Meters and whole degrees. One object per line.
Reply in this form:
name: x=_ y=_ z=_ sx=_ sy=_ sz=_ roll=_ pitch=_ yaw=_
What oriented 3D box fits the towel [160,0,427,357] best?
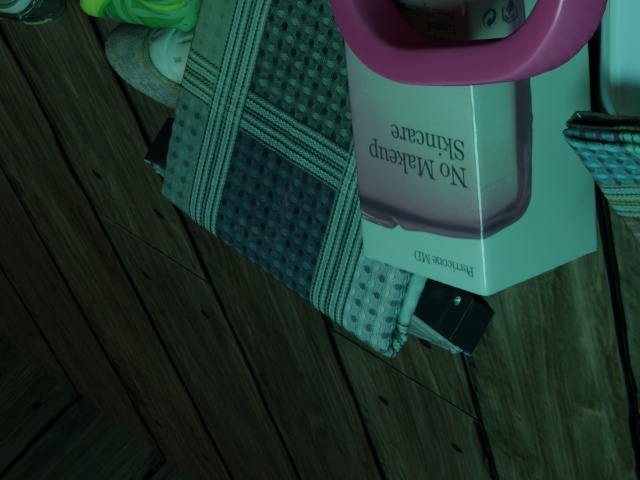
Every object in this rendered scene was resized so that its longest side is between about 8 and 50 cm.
towel: x=0.002 y=-0.106 z=1.654 sx=0.312 sy=0.056 sz=0.324 roll=35 pitch=123 yaw=30

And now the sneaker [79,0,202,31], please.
sneaker: x=-0.148 y=-0.262 z=1.726 sx=0.123 sy=0.109 sz=0.295 roll=15 pitch=176 yaw=-12

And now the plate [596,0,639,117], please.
plate: x=0.297 y=-0.109 z=1.298 sx=0.277 sy=0.045 sz=0.278 roll=34 pitch=159 yaw=26

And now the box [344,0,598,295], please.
box: x=0.114 y=-0.095 z=1.425 sx=0.148 sy=0.126 sz=0.232 roll=18 pitch=120 yaw=48

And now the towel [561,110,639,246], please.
towel: x=0.371 y=0.015 z=1.301 sx=0.370 sy=0.040 sz=0.271 roll=11 pitch=151 yaw=44

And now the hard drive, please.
hard drive: x=0.000 y=0.000 z=1.929 sx=0.237 sy=0.064 sz=0.339 roll=22 pitch=170 yaw=46

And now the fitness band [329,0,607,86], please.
fitness band: x=0.088 y=-0.208 z=1.240 sx=0.291 sy=0.054 sz=0.209 roll=6 pitch=108 yaw=59

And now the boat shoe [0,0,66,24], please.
boat shoe: x=-0.383 y=-0.299 z=2.178 sx=0.068 sy=0.081 sz=0.227 roll=22 pitch=-178 yaw=-44

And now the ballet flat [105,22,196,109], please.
ballet flat: x=-0.081 y=-0.166 z=1.849 sx=0.316 sy=0.107 sz=0.106 roll=27 pitch=152 yaw=15
